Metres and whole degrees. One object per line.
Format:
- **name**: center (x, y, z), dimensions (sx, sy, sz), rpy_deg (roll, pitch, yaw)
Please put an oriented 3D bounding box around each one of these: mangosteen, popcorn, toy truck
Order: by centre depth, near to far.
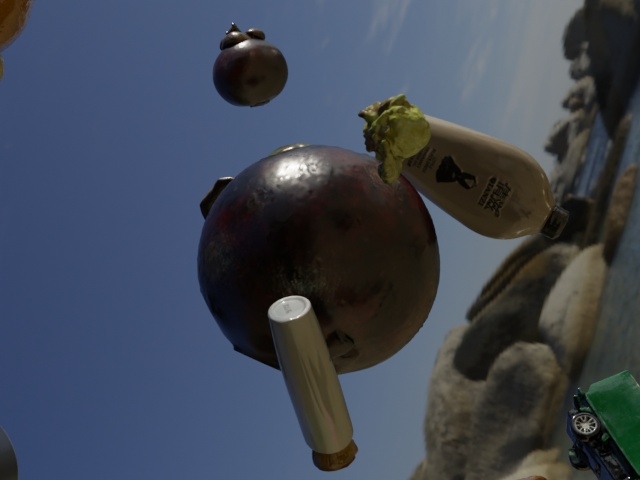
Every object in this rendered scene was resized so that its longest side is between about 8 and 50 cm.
- **toy truck**: center (0.273, 0.197, 0.794), dimensions (0.147, 0.079, 0.065), rpy_deg (-115, 9, -45)
- **popcorn**: center (0.068, -0.094, 0.841), dimensions (0.060, 0.068, 0.083), rpy_deg (8, -85, -53)
- **mangosteen**: center (-0.002, 0.017, 1.083), dimensions (0.311, 0.311, 0.311), rpy_deg (15, -90, -77)
- **mangosteen**: center (-0.115, -0.278, 1.433), dimensions (0.140, 0.140, 0.140), rpy_deg (15, -90, -77)

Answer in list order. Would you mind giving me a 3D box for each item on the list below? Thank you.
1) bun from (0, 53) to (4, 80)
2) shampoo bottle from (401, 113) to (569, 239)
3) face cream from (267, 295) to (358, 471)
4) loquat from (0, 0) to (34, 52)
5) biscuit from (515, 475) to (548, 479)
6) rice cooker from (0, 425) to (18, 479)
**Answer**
- **bun**: center (-0.512, -0.224, 1.148), dimensions (0.237, 0.210, 0.116), rpy_deg (-5, -87, -78)
- **shampoo bottle**: center (0.209, -0.079, 1.202), dimensions (0.127, 0.257, 0.078), rpy_deg (-64, -10, 18)
- **face cream**: center (-0.007, 0.140, 0.874), dimensions (0.072, 0.051, 0.182), rpy_deg (-127, 19, -63)
- **loquat**: center (-0.404, -0.272, 0.958), dimensions (0.234, 0.176, 0.187), rpy_deg (-29, -58, -51)
- **biscuit**: center (0.199, 0.344, 0.702), dimensions (0.262, 0.052, 0.277), rpy_deg (57, -157, -7)
- **rice cooker**: center (-0.754, 0.460, 1.682), dimensions (0.325, 0.335, 0.335), rpy_deg (108, 179, -81)
